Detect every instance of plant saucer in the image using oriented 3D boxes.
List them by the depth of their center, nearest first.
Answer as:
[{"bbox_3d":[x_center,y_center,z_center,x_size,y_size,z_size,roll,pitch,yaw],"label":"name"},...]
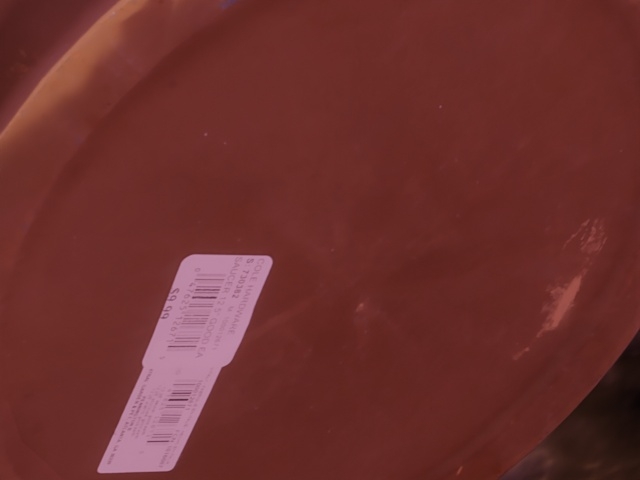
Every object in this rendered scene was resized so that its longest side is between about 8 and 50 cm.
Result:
[{"bbox_3d":[0.000,0.000,0.463,0.278,0.041,0.278,-20,136,-21],"label":"plant saucer"}]
